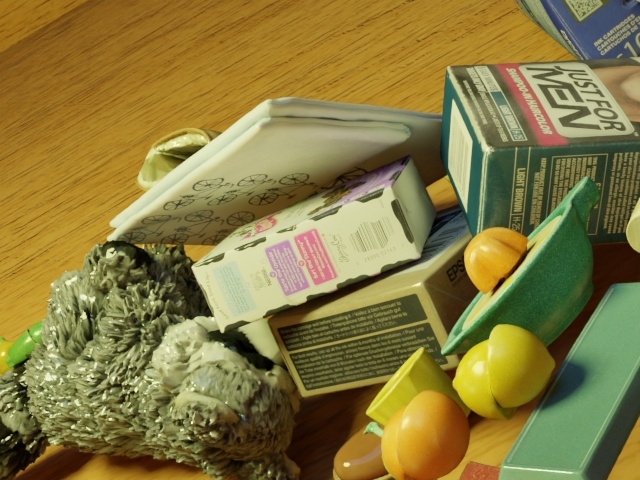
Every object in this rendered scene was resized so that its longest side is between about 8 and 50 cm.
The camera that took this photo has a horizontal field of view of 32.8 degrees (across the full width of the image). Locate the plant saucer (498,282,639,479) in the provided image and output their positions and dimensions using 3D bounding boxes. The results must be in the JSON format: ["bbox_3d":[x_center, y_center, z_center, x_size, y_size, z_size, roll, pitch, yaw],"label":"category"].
[{"bbox_3d":[0.176,0.085,0.679,0.067,0.018,0.192,-6,32,44],"label":"plant saucer"}]

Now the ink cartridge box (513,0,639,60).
[{"bbox_3d":[0.370,-0.358,1.311,0.270,0.151,0.395,-37,23,11],"label":"ink cartridge box"}]

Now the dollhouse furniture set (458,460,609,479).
[{"bbox_3d":[0.233,0.161,0.715,0.152,0.201,0.374,-4,39,47],"label":"dollhouse furniture set"}]

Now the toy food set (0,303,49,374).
[{"bbox_3d":[-0.327,0.109,1.368,0.218,0.071,0.128,-32,-6,-2],"label":"toy food set"}]

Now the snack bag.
[{"bbox_3d":[-0.005,-0.059,1.132,0.323,0.343,0.037,-30,68,48],"label":"snack bag"}]

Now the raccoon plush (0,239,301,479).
[{"bbox_3d":[-0.196,0.214,1.114,0.446,0.216,0.299,-50,39,18],"label":"raccoon plush"}]

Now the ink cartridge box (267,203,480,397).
[{"bbox_3d":[0.095,0.043,1.021,0.193,0.088,0.235,-17,13,41],"label":"ink cartridge box"}]

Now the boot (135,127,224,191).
[{"bbox_3d":[-0.100,-0.069,1.269,0.236,0.270,0.089,-22,74,42],"label":"boot"}]

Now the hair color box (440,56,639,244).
[{"bbox_3d":[0.294,-0.086,0.965,0.347,0.105,0.174,-3,33,-5],"label":"hair color box"}]

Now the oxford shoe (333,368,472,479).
[{"bbox_3d":[0.089,0.145,0.991,0.212,0.076,0.076,-38,33,-7],"label":"oxford shoe"}]

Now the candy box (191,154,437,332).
[{"bbox_3d":[0.000,0.000,1.011,0.196,0.070,0.165,-22,9,15],"label":"candy box"}]

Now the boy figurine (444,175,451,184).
[{"bbox_3d":[0.252,-0.114,1.195,0.285,0.092,0.177,-18,33,25],"label":"boy figurine"}]

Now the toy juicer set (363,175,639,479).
[{"bbox_3d":[0.138,0.033,0.754,0.329,0.089,0.209,-50,-3,13],"label":"toy juicer set"}]
